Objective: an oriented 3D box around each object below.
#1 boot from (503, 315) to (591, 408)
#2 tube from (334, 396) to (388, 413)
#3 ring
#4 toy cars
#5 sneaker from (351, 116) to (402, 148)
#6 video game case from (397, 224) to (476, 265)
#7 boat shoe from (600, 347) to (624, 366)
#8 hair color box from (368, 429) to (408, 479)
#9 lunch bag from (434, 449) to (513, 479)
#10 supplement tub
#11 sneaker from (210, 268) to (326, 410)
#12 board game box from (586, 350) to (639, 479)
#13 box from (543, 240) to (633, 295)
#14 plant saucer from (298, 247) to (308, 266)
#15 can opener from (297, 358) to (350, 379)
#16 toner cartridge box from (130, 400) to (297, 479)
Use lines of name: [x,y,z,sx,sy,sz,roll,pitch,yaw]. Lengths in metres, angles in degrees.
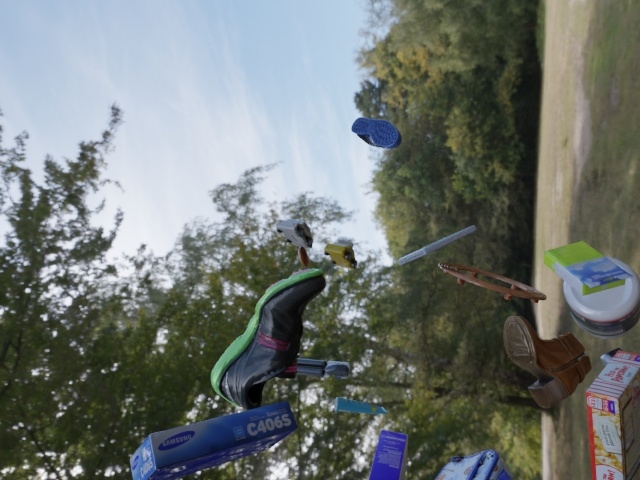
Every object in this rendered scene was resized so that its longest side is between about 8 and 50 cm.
boot: [0.669,0.313,1.386,0.220,0.109,0.283,-24,-96,-26]
tube: [0.159,0.662,1.895,0.080,0.207,0.052,-156,77,-81]
ring: [0.538,0.134,1.516,0.336,0.336,0.032,-4,-70,-68]
toy cars: [0.000,0.000,1.794,0.394,0.176,0.087,26,-109,-24]
sneaker: [0.193,-0.330,1.504,0.090,0.232,0.081,23,-78,-37]
video game case: [0.384,0.018,1.595,0.023,0.212,0.193,64,159,5]
boat shoe: [0.900,0.392,1.336,0.080,0.076,0.228,50,-176,-37]
hair color box: [0.222,0.846,1.632,0.339,0.110,0.185,-55,-34,-61]
lunch bag: [0.423,0.743,1.393,0.115,0.243,0.303,52,-136,7]
supplement tub: [0.844,0.179,1.427,0.272,0.191,0.191,38,-124,-50]
sneaker: [-0.113,0.281,1.347,0.483,0.202,0.185,-56,-20,16]
board game box: [0.461,0.289,0.730,0.147,0.045,0.193,-19,-76,-40]
box: [0.637,0.068,1.148,0.178,0.109,0.042,-110,6,-61]
plant saucer: [-0.068,0.064,1.868,0.083,0.013,0.083,-16,-90,-73]
can opener: [-0.006,0.559,2.125,0.095,0.283,0.076,68,-151,-48]
toner cartridge box: [-0.242,0.472,1.116,0.348,0.165,0.075,1,-128,-39]
